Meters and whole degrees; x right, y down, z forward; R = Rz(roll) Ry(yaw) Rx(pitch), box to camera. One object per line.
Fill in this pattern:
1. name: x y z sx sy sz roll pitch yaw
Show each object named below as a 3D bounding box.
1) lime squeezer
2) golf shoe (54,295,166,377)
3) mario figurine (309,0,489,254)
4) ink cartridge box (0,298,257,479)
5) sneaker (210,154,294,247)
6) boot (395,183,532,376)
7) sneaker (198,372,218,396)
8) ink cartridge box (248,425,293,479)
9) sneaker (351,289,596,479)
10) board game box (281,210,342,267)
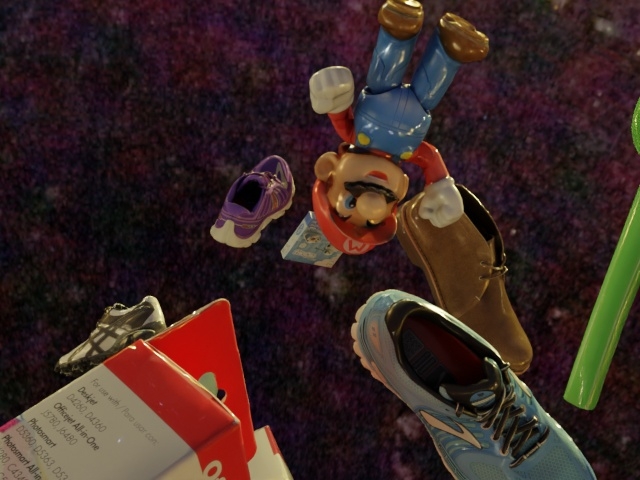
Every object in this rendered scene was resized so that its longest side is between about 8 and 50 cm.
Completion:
1. lime squeezer: 0.198 -0.062 0.418 0.059 0.110 0.310 31 66 33
2. golf shoe: -0.306 0.146 1.244 0.198 0.077 0.093 -21 58 20
3. mario figurine: 0.086 -0.112 1.015 0.198 0.320 0.170 33 31 22
4. ink cartridge box: -0.103 0.143 0.383 0.231 0.134 0.078 -33 46 -30
5. sneaker: -0.071 -0.058 1.005 0.068 0.071 0.170 22 37 4
6. boot: 0.228 0.056 1.222 0.112 0.115 0.305 -30 86 -49
7. sneaker: -0.190 0.258 1.046 0.094 0.255 0.151 16 43 -1
8. ink cartridge box: -0.076 0.522 1.502 0.131 0.306 0.226 -25 18 -7
9. sneaker: 0.082 0.091 0.448 0.162 0.073 0.063 42 79 3
10. board game box: 0.000 0.000 1.285 0.090 0.090 0.020 11 42 -33
